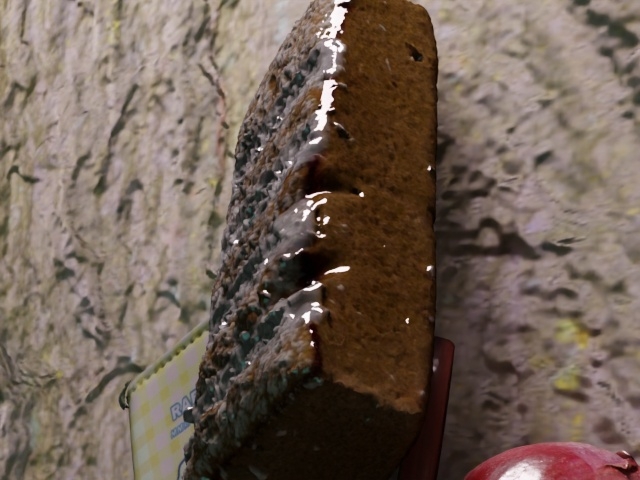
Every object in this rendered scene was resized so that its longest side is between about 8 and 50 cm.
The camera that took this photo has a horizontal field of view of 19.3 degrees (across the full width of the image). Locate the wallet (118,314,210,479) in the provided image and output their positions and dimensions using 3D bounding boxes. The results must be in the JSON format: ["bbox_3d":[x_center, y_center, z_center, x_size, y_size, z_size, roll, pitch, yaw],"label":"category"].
[{"bbox_3d":[-0.056,0.198,1.376,0.223,0.077,0.309,-36,46,29],"label":"wallet"}]

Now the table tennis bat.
[{"bbox_3d":[0.059,0.214,1.220,0.200,0.038,0.310,-53,-28,-78],"label":"table tennis bat"}]

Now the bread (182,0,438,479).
[{"bbox_3d":[0.000,0.000,1.249,0.165,0.113,0.416,-52,21,37],"label":"bread"}]

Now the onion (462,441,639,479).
[{"bbox_3d":[0.121,0.191,1.092,0.159,0.195,0.159,-10,73,37],"label":"onion"}]
